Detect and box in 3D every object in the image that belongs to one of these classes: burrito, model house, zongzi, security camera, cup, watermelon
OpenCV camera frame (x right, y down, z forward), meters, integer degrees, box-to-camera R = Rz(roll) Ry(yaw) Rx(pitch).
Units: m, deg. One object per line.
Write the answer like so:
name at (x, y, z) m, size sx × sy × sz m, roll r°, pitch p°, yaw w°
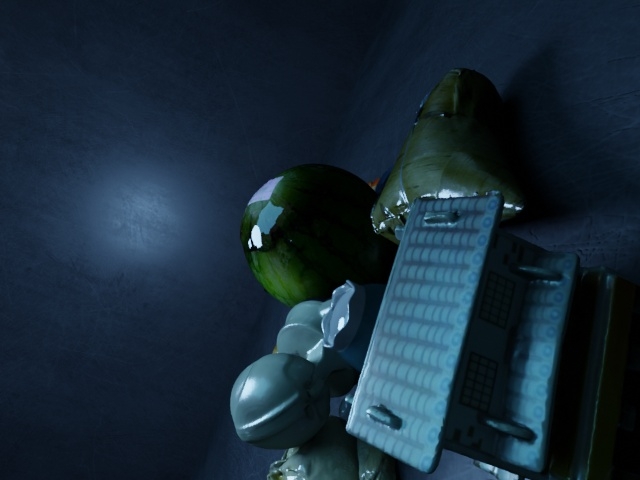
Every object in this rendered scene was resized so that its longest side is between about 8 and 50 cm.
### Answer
burrito at (0.087, 0.340, 0.662) m, size 0.188 × 0.057 × 0.045 m, roll -89°, pitch 0°, yaw -60°
model house at (0.154, 0.099, 0.407) m, size 0.225 × 0.215 × 0.198 m, roll -70°, pitch 14°, yaw -14°
zongzi at (0.229, -0.148, 0.633) m, size 0.360 × 0.159 × 0.323 m, roll 157°, pitch 135°, yaw -79°
security camera at (-0.036, 0.247, 0.766) m, size 0.191 × 0.197 × 0.277 m, roll -29°, pitch 8°, yaw 40°
cup at (0.099, 0.143, 0.676) m, size 0.300 × 0.173 × 0.167 m, roll -68°, pitch 13°, yaw -3°
watermelon at (0.000, 0.000, 0.971) m, size 0.363 × 0.362 × 0.364 m, roll -157°, pitch 90°, yaw -78°

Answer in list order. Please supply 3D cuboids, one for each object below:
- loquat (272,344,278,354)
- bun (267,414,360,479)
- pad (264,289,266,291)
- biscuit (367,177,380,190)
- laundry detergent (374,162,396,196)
loquat at (-0.069, 0.330, 1.190) m, size 0.141 × 0.140 × 0.141 m, roll -157°, pitch 90°, yaw -78°
bun at (-0.027, 0.453, 0.736) m, size 0.287 × 0.146 × 0.288 m, roll -160°, pitch 90°, yaw -79°
pad at (-0.032, 0.103, 1.188) m, size 0.009 × 0.264 × 0.160 m, roll 12°, pitch 77°, yaw 48°
biscuit at (0.126, -0.072, 1.298) m, size 0.165 × 0.036 × 0.250 m, roll 166°, pitch 126°, yaw -77°
laundry detergent at (0.189, -0.139, 0.957) m, size 0.144 × 0.094 × 0.290 m, roll -59°, pitch 7°, yaw -11°
